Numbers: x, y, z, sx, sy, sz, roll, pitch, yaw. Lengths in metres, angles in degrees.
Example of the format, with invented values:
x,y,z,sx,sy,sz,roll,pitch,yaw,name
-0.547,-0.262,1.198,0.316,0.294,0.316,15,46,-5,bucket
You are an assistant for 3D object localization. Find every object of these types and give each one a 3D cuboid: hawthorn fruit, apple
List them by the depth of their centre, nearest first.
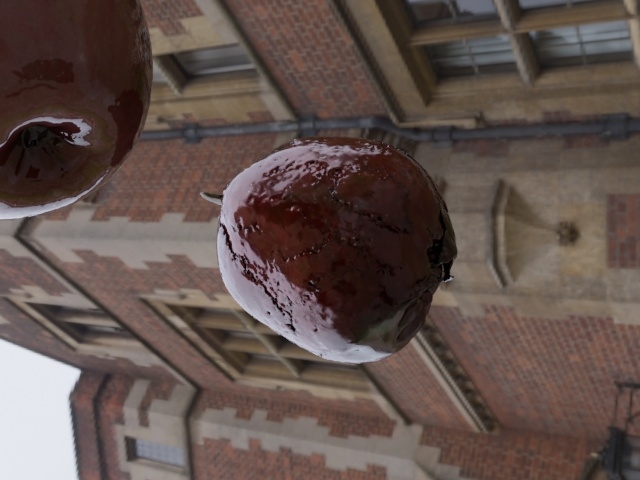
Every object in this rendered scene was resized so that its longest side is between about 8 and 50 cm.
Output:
x,y,z,sx,sy,sz,roll,pitch,yaw,name
-0.153,-0.080,0.390,0.153,0.120,0.153,-32,-23,-15,apple
0.000,0.000,0.515,0.148,0.172,0.148,14,-90,-74,hawthorn fruit
